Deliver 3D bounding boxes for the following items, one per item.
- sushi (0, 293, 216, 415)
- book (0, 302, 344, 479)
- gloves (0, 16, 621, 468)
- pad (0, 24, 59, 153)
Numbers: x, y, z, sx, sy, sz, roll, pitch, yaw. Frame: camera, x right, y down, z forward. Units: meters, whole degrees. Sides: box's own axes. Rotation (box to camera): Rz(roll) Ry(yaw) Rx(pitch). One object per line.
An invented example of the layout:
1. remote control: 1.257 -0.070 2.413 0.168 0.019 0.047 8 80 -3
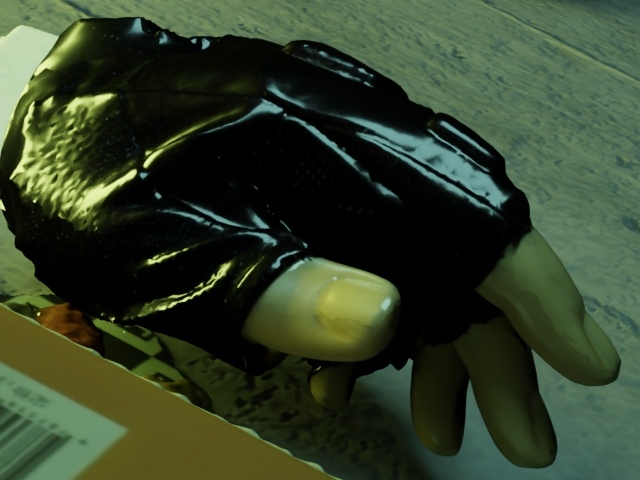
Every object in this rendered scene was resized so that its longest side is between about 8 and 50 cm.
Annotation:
1. sushi: -0.088 0.038 0.553 0.120 0.026 0.126 0 31 -32
2. book: -0.099 0.128 0.344 0.262 0.028 0.374 27 31 15
3. gloves: 0.000 0.000 0.571 0.203 0.124 0.164 13 12 16
4. pad: -0.045 -0.032 0.745 0.232 0.004 0.156 19 26 3
